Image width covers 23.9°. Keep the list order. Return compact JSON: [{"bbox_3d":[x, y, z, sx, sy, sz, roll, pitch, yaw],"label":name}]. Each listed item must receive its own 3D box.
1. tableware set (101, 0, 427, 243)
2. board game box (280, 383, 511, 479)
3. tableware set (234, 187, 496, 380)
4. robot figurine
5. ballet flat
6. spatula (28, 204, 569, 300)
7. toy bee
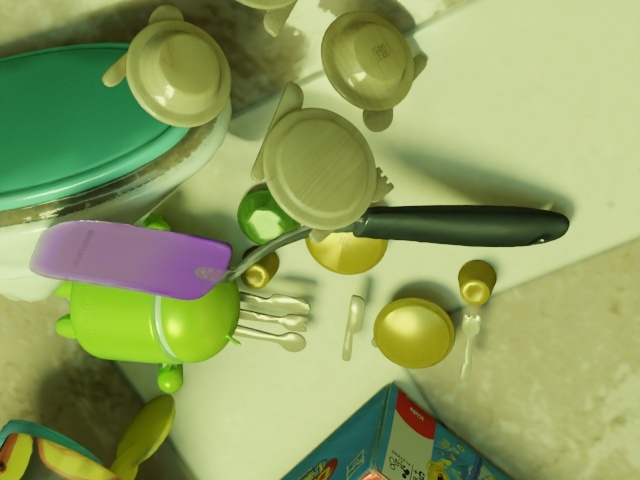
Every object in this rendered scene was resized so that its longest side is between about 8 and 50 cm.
[{"bbox_3d":[-0.019,-0.090,0.762,0.168,0.141,0.020,40,151,-13],"label":"tableware set"},{"bbox_3d":[0.054,0.292,0.989,0.302,0.086,0.308,38,119,-12],"label":"board game box"},{"bbox_3d":[0.024,0.022,0.878,0.154,0.024,0.104,10,118,5],"label":"tableware set"},{"bbox_3d":[-0.097,0.037,0.871,0.115,0.067,0.101,0,99,27],"label":"robot figurine"},{"bbox_3d":[-0.223,-0.013,0.848,0.400,0.139,0.139,-11,117,14],"label":"ballet flat"},{"bbox_3d":[0.000,0.000,0.794,0.296,0.030,0.084,-6,160,-21],"label":"spatula"},{"bbox_3d":[-0.154,0.173,0.874,0.162,0.298,0.195,9,81,36],"label":"toy bee"}]
